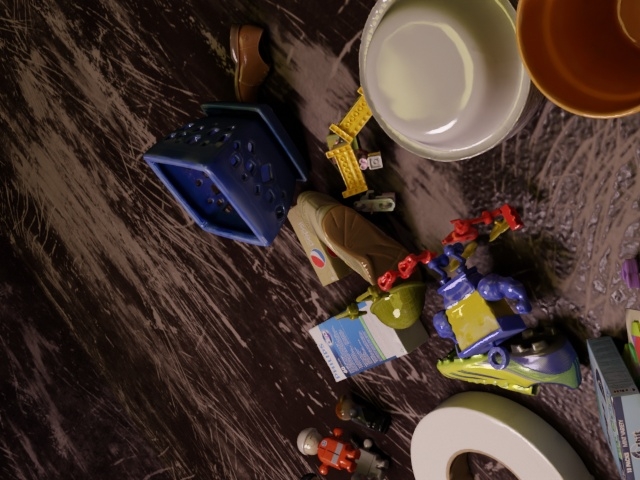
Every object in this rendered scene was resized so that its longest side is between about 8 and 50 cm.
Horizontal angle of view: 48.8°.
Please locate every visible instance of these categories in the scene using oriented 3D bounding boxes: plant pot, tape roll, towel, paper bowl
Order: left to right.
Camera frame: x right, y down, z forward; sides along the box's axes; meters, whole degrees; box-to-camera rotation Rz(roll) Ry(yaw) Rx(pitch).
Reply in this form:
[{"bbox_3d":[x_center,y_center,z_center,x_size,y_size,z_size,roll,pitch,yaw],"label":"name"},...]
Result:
[{"bbox_3d":[-0.176,-0.152,1.449,0.236,0.212,0.236,12,147,45],"label":"plant pot"},{"bbox_3d":[0.046,-0.181,1.379,0.083,0.009,0.060,0,109,48],"label":"towel"},{"bbox_3d":[0.182,-0.258,1.045,0.284,0.148,0.284,18,121,33],"label":"paper bowl"},{"bbox_3d":[0.346,0.477,1.356,0.392,0.072,0.392,25,127,38],"label":"tape roll"},{"bbox_3d":[0.367,-0.265,0.824,0.205,0.188,0.205,26,129,37],"label":"plant pot"}]

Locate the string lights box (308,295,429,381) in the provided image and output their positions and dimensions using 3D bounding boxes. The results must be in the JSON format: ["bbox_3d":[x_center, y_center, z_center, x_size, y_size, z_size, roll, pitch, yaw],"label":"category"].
[{"bbox_3d":[0.094,0.197,1.481,0.259,0.076,0.133,-35,83,51],"label":"string lights box"}]

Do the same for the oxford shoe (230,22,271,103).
[{"bbox_3d":[-0.138,-0.342,1.456,0.076,0.076,0.212,3,133,4],"label":"oxford shoe"}]

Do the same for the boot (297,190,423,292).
[{"bbox_3d":[0.072,0.008,1.378,0.262,0.095,0.203,39,179,-24],"label":"boot"}]

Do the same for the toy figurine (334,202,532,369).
[{"bbox_3d":[0.216,0.129,1.158,0.362,0.191,0.217,-44,66,40],"label":"toy figurine"}]

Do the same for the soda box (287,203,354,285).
[{"bbox_3d":[0.000,0.000,1.493,0.061,0.058,0.181,-28,89,52],"label":"soda box"}]

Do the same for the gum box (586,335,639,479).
[{"bbox_3d":[0.441,0.251,1.044,0.041,0.184,0.157,-11,104,14],"label":"gum box"}]

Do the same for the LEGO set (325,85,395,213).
[{"bbox_3d":[0.078,-0.195,1.284,0.132,0.107,0.287,2,114,2],"label":"LEGO set"}]

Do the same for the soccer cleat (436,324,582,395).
[{"bbox_3d":[0.319,0.227,1.233,0.289,0.093,0.121,-21,101,52],"label":"soccer cleat"}]

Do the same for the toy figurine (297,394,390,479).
[{"bbox_3d":[0.050,0.479,1.581,0.148,0.209,0.213,14,122,31],"label":"toy figurine"}]

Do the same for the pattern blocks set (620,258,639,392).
[{"bbox_3d":[0.451,0.177,0.953,0.285,0.026,0.325,62,-157,-70],"label":"pattern blocks set"}]
